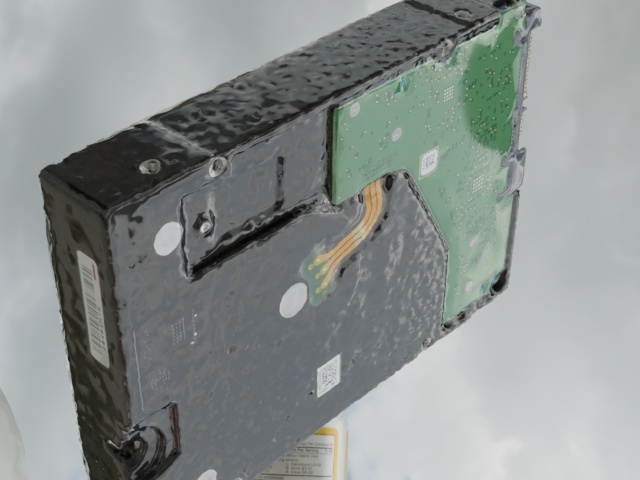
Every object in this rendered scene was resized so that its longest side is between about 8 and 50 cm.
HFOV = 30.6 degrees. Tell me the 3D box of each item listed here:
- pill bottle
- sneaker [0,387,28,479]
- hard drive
[{"bbox_3d":[-0.032,0.221,1.151,0.117,0.117,0.208,-6,-103,42],"label":"pill bottle"},{"bbox_3d":[-0.166,0.192,0.249,0.135,0.150,0.366,-5,-103,27],"label":"sneaker"},{"bbox_3d":[0.000,0.000,0.693,0.064,0.339,0.237,30,-44,34],"label":"hard drive"}]
